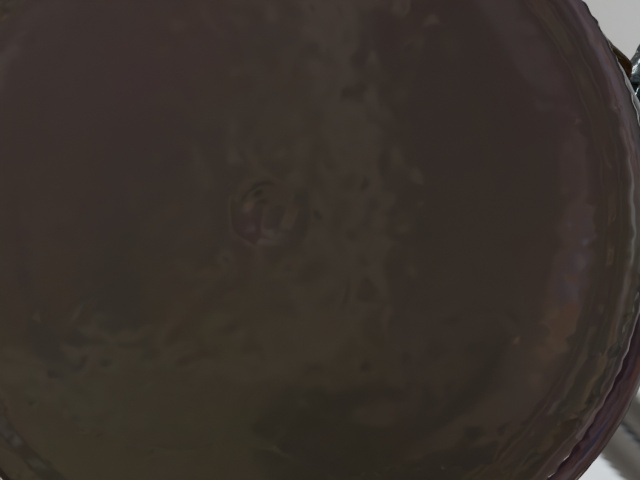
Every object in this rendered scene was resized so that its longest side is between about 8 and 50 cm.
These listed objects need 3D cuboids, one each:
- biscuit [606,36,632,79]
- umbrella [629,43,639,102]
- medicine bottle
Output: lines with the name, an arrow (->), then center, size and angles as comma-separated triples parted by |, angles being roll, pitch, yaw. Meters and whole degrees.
biscuit -> 0.132, -0.099, 0.859 | 0.083, 0.018, 0.081 | 51, -30, 17
umbrella -> 0.182, -0.063, 0.898 | 0.052, 0.053, 0.250 | 38, -65, 34
medicine bottle -> 0.000, 0.000, 0.541 | 0.241, 0.241, 0.302 | 27, 0, 6
